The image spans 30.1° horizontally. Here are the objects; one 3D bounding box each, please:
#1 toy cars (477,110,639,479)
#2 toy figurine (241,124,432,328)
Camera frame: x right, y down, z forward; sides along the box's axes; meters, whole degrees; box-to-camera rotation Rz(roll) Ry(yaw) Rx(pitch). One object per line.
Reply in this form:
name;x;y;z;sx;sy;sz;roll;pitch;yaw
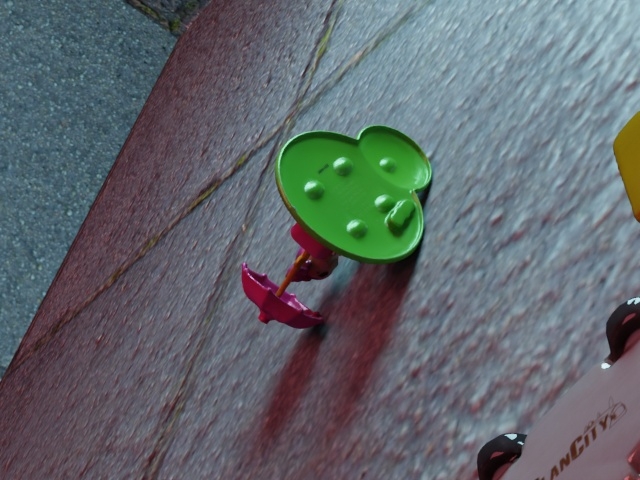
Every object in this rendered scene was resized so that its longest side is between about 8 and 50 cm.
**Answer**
toy cars;0.179;0.015;0.520;0.393;0.087;0.176;-63;14;-12
toy figurine;0.000;0.000;0.987;0.173;0.130;0.159;-43;-7;-48
